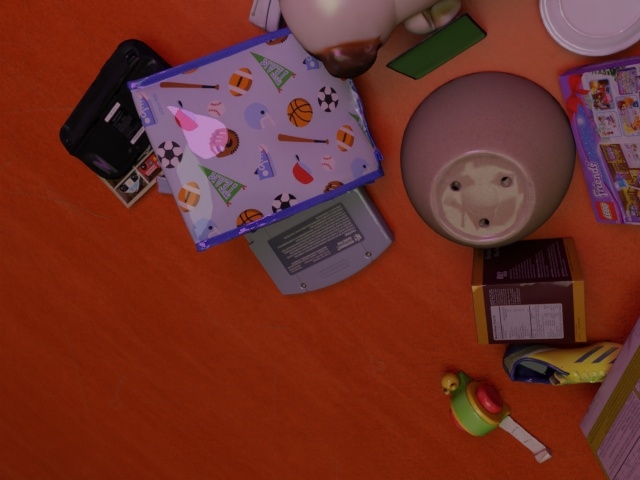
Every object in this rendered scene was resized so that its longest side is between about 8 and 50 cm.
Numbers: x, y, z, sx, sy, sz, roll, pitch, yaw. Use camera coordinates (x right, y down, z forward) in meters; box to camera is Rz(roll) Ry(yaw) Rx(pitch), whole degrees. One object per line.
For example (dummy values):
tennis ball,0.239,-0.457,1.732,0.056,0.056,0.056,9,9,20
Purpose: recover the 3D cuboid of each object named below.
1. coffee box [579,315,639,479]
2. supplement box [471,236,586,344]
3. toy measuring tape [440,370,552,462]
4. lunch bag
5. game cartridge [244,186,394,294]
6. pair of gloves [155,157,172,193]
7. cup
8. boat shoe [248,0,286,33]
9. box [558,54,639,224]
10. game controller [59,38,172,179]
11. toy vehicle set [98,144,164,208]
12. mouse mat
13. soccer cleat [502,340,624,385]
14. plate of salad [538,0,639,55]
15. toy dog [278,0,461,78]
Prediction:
coffee box,0.739,0.354,1.112,0.338,0.334,0.338,10,118,-7
supplement box,0.399,0.095,1.211,0.194,0.191,0.129,-4,113,17
toy measuring tape,0.397,0.420,1.410,0.330,0.121,0.121,42,118,-6
lunch bag,-0.105,-0.196,1.171,0.386,0.239,0.327,-23,97,-4
game cartridge,0.000,0.000,1.363,0.297,0.062,0.198,-27,109,25
pair of gloves,-0.284,-0.147,1.363,0.159,0.023,0.198,9,126,-3
cup,0.291,-0.115,1.120,0.331,0.237,0.330,7,116,14
boat shoe,-0.085,-0.493,1.137,0.076,0.083,0.226,21,119,5
box,0.539,-0.165,1.062,0.201,0.057,0.293,9,126,58
game controller,-0.422,-0.267,1.322,0.166,0.067,0.319,38,120,-19
toy vehicle set,-0.401,-0.212,1.387,0.267,0.035,0.166,-37,100,27
mouse mat,0.204,-0.329,1.076,0.153,0.190,0.007,-28,85,25
soccer cleat,0.529,0.268,1.295,0.289,0.121,0.093,0,114,16
plate of salad,0.466,-0.410,1.038,0.200,0.048,0.199,2,106,9
toy dog,0.128,-0.424,0.946,0.408,0.395,0.284,-32,112,17
